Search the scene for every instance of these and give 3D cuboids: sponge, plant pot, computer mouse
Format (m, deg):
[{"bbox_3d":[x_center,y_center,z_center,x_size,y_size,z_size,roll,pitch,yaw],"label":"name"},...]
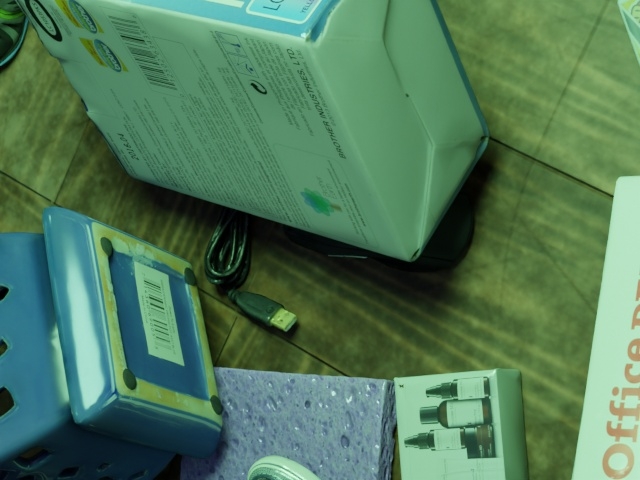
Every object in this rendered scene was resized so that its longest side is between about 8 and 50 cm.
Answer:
[{"bbox_3d":[-0.031,0.178,1.469,0.210,0.031,0.117,2,85,30],"label":"sponge"},{"bbox_3d":[-0.228,0.109,1.454,0.212,0.236,0.236,-24,64,23],"label":"plant pot"},{"bbox_3d":[0.000,0.000,1.452,0.262,0.060,0.184,19,94,29],"label":"computer mouse"}]

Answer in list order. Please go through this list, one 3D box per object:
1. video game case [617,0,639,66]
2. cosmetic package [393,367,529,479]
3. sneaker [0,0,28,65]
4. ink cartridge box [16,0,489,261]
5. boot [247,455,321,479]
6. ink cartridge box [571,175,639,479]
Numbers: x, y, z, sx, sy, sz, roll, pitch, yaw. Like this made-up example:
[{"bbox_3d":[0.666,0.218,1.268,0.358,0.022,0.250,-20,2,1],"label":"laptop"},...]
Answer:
[{"bbox_3d":[0.372,-0.146,1.279,0.227,0.026,0.206,-24,74,25],"label":"video game case"},{"bbox_3d":[0.123,0.231,1.362,0.099,0.060,0.239,-9,81,29],"label":"cosmetic package"},{"bbox_3d":[-0.324,-0.251,1.643,0.067,0.078,0.188,46,108,24],"label":"sneaker"},{"bbox_3d":[-0.085,-0.160,1.366,0.395,0.270,0.151,15,59,34],"label":"ink cartridge box"},{"bbox_3d":[-0.009,0.274,1.392,0.190,0.086,0.069,47,123,11],"label":"boot"},{"bbox_3d":[0.388,0.101,1.122,0.384,0.160,0.279,-1,62,30],"label":"ink cartridge box"}]
